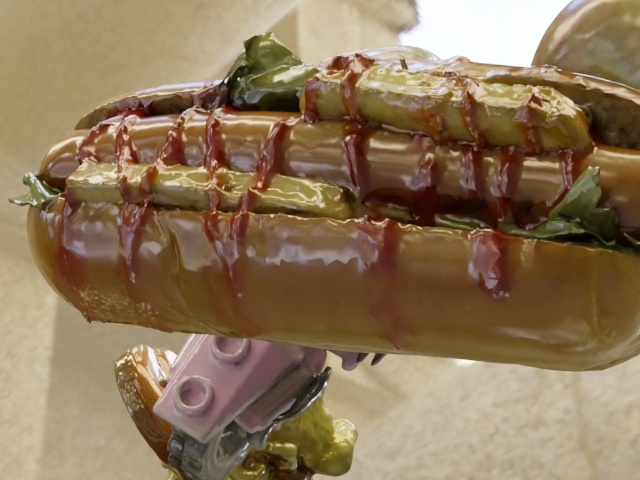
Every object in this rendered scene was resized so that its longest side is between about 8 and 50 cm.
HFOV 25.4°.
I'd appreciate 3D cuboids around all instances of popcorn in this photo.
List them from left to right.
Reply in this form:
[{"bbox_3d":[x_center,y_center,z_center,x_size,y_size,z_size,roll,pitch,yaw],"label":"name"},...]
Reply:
[{"bbox_3d":[-0.082,0.252,1.732,0.217,0.181,0.235,30,-95,-8],"label":"popcorn"}]

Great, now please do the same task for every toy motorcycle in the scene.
[{"bbox_3d":[0.000,0.000,0.901,0.143,0.188,0.327,30,-111,20],"label":"toy motorcycle"}]

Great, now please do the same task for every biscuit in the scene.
[{"bbox_3d":[-0.144,0.179,1.477,0.170,0.050,0.170,56,-170,-15],"label":"biscuit"}]

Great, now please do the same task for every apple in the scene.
[{"bbox_3d":[0.327,-0.134,1.313,0.234,0.257,0.257,-31,-94,-41],"label":"apple"}]

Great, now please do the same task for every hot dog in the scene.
[{"bbox_3d":[0.010,-0.017,0.457,0.076,0.250,0.104,55,-130,-45],"label":"hot dog"}]
